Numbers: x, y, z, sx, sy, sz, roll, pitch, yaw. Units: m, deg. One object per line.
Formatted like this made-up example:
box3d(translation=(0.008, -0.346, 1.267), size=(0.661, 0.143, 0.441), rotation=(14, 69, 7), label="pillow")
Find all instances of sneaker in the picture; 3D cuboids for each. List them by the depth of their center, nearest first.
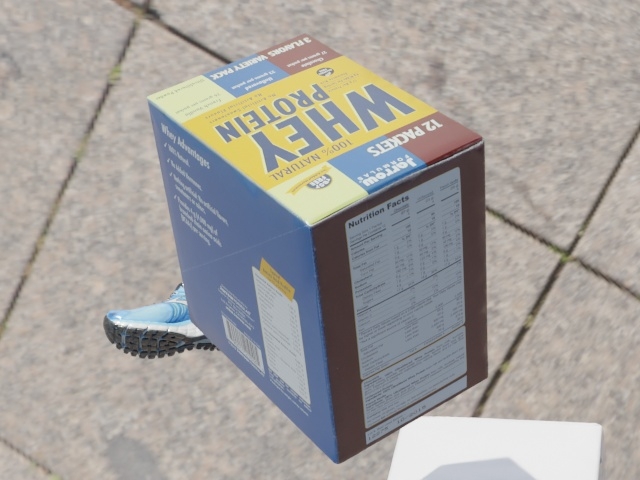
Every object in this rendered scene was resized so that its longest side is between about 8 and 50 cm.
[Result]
box3d(translation=(-0.159, 0.083, 1.360), size=(0.063, 0.162, 0.073), rotation=(121, 141, -50), label="sneaker")

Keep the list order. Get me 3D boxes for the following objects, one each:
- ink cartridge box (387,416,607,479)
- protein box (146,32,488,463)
box3d(translation=(0.174, 0.335, 1.195), size=(0.197, 0.198, 0.270), rotation=(0, 128, 17), label="ink cartridge box")
box3d(translation=(0.000, 0.000, 0.856), size=(0.200, 0.136, 0.201), rotation=(38, 145, 43), label="protein box")
